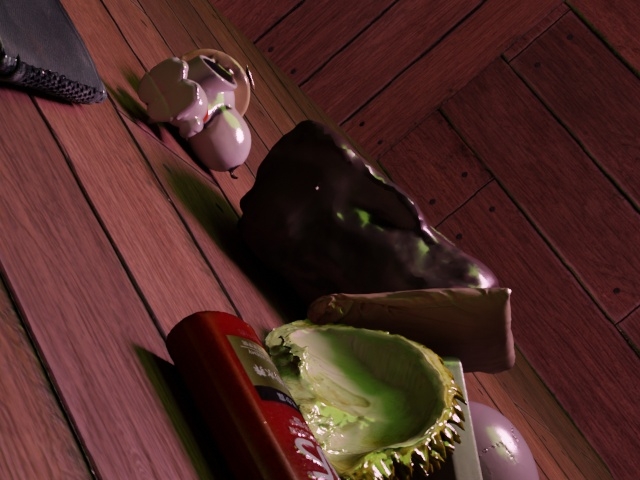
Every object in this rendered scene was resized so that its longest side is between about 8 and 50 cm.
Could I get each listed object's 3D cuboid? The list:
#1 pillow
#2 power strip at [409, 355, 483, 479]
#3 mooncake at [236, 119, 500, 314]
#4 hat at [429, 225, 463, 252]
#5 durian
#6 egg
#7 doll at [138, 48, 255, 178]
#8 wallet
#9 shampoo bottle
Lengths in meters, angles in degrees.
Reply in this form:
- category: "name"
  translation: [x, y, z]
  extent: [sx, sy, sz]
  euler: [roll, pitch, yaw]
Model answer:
- category: "pillow"
  translation: [0.114, 0.117, 1.721]
  extent: [0.173, 0.270, 0.067]
  euler: [64, 29, -47]
- category: "power strip"
  translation: [0.130, 0.257, 1.668]
  extent: [0.145, 0.061, 0.216]
  euler: [138, -53, -60]
- category: "mooncake"
  translation: [0.060, 0.029, 1.951]
  extent: [0.381, 0.212, 0.350]
  euler: [43, 2, 15]
- category: "hat"
  translation: [0.192, 0.049, 2.907]
  extent: [0.265, 0.128, 0.265]
  euler: [33, 14, -9]
- category: "durian"
  translation: [0.042, 0.172, 1.506]
  extent: [0.198, 0.163, 0.394]
  euler: [45, 15, -11]
- category: "egg"
  translation: [0.199, 0.296, 1.772]
  extent: [0.199, 0.146, 0.146]
  euler: [57, 9, 3]
- category: "doll"
  translation: [-0.183, -0.217, 2.065]
  extent: [0.208, 0.144, 0.271]
  euler: [65, 10, 29]
- category: "wallet"
  translation: [-0.360, -0.261, 1.585]
  extent: [0.237, 0.075, 0.342]
  euler: [57, 7, 5]
- category: "shampoo bottle"
  translation: [-0.037, 0.195, 1.230]
  extent: [0.118, 0.076, 0.314]
  euler: [44, 10, -50]
